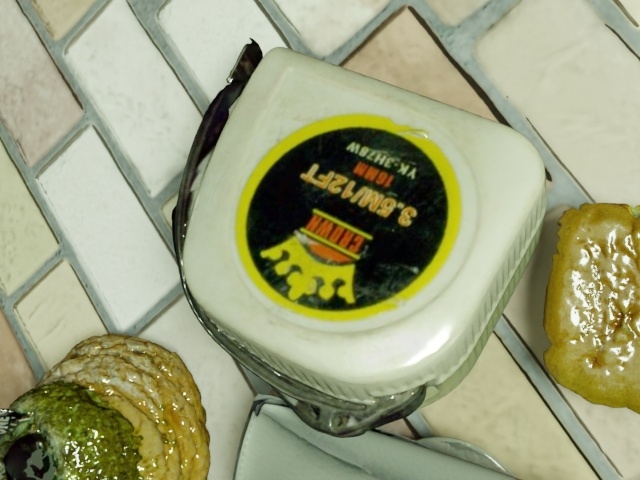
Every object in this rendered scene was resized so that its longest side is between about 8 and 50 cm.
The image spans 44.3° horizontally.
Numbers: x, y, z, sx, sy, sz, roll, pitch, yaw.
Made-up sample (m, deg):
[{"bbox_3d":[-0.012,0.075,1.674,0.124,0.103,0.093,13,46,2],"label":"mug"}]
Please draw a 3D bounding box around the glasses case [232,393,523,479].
[{"bbox_3d":[0.080,0.190,0.550,0.308,0.083,0.128,14,119,24],"label":"glasses case"}]

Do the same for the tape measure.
[{"bbox_3d":[0.000,0.000,0.568,0.271,0.133,0.231,27,74,22],"label":"tape measure"}]

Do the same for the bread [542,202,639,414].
[{"bbox_3d":[0.215,0.046,0.519,0.127,0.069,0.140,4,90,23],"label":"bread"}]

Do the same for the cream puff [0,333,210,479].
[{"bbox_3d":[-0.201,0.170,0.646,0.183,0.169,0.183,-1,88,25],"label":"cream puff"}]
